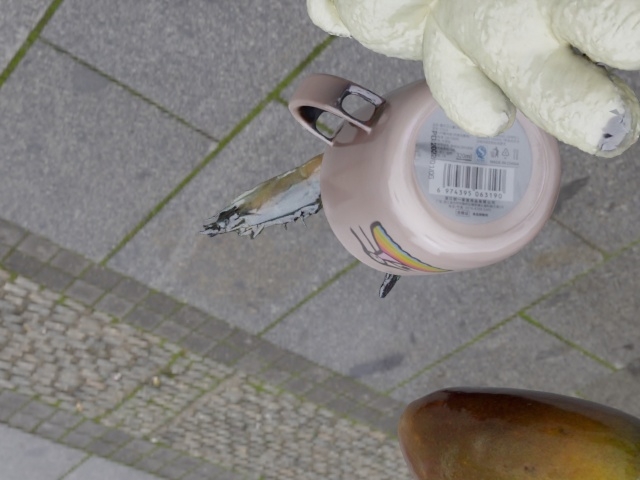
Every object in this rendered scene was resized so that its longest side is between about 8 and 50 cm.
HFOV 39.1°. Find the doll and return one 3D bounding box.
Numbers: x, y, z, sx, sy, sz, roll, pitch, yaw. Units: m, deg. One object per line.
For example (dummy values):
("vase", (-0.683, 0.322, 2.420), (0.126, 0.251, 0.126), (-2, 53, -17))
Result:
("doll", (0.131, -0.168, 0.648), (0.175, 0.278, 0.149), (-55, 146, 12))

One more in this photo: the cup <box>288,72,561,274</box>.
("cup", (0.088, -0.079, 0.856), (0.252, 0.192, 0.200), (34, 172, -9))

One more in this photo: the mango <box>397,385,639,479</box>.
("mango", (0.174, 0.191, 0.768), (0.267, 0.133, 0.111), (-1, 123, 47))

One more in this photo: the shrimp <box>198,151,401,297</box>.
("shrimp", (0.000, 0.000, 1.061), (0.261, 0.051, 0.198), (-21, 110, 12))
